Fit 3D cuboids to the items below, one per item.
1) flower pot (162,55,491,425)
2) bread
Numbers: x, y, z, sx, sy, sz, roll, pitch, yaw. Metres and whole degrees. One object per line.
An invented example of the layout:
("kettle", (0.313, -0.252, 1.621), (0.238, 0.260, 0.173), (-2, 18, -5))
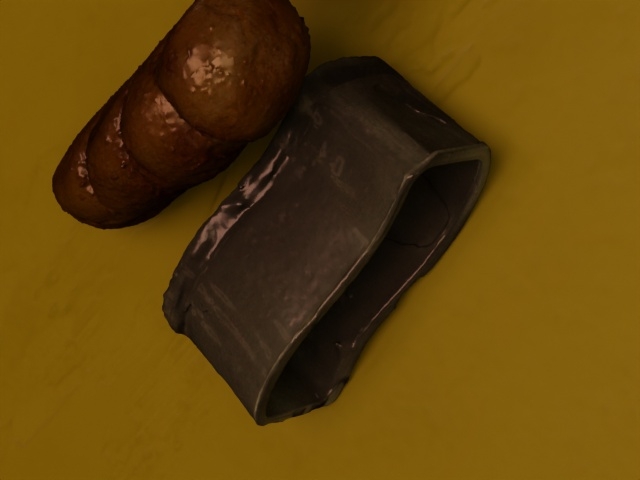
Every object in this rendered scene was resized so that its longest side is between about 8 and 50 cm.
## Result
("flower pot", (0.000, 0.000, 0.928), (0.108, 0.103, 0.229), (44, 113, 26))
("bread", (-0.105, -0.070, 0.965), (0.084, 0.124, 0.344), (41, 150, -10))
